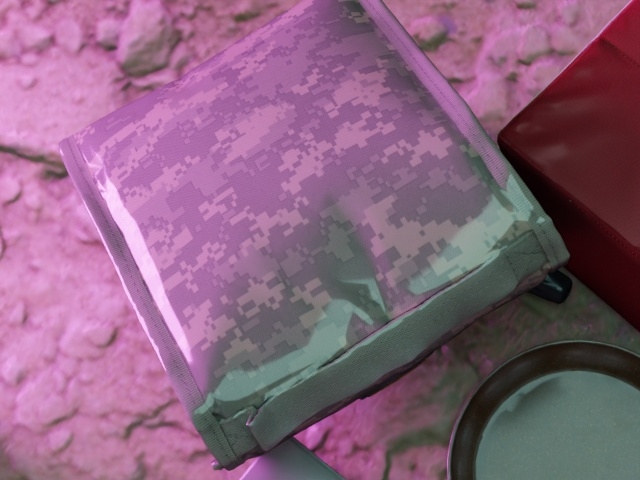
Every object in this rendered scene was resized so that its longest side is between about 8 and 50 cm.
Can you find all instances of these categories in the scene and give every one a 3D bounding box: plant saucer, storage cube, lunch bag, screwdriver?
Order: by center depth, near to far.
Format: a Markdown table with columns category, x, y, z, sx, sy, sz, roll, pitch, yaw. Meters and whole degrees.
| category | x | y | z | sx | sy | sz | roll | pitch | yaw |
| --- | --- | --- | --- | --- | --- | --- | --- | --- | --- |
| lunch bag | 0.000 | 0.000 | 1.178 | 0.235 | 0.169 | 0.287 | -31 | 37 | 0 |
| storage cube | 0.246 | -0.034 | 1.196 | 0.183 | 0.215 | 0.193 | -46 | 69 | -5 |
| plant saucer | 0.166 | 0.148 | 1.249 | 0.168 | 0.029 | 0.168 | -2 | 76 | 7 |
| screwdriver | 0.091 | -0.001 | 1.300 | 0.170 | 0.024 | 0.025 | 25 | 51 | 14 |

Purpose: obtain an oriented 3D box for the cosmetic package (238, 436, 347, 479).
| category | x | y | z | sx | sy | sz | roll | pitch | yaw |
| --- | --- | --- | --- | --- | --- | --- | --- | --- | --- |
| cosmetic package | -0.055 | 0.242 | 1.203 | 0.107 | 0.127 | 0.238 | 41 | 86 | 15 |
